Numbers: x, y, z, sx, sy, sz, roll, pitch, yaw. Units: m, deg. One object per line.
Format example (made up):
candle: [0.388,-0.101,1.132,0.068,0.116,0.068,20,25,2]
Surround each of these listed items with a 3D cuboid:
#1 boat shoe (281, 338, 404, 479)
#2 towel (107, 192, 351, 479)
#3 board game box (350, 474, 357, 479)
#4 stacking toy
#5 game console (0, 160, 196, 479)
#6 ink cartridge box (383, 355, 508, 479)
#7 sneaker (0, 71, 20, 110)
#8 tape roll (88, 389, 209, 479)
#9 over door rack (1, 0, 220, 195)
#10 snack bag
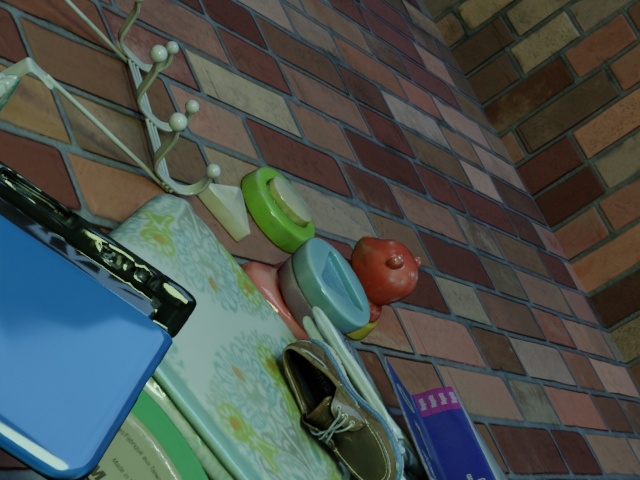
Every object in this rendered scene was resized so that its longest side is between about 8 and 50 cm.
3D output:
boat shoe: [0.014,0.181,1.257,0.183,0.066,0.066,53,20,26]
towel: [-0.106,0.147,1.248,0.374,0.090,0.320,53,18,-8]
board game box: [0.064,0.379,1.300,0.194,0.060,0.194,50,22,-15]
stacking toy: [0.000,0.000,1.632,0.279,0.130,0.309,58,20,5]
game console: [-0.265,0.033,0.965,0.293,0.173,0.250,36,-10,-8]
ink cartridge box: [0.207,0.321,1.519,0.330,0.071,0.324,59,4,-22]
sneaker: [-0.358,-0.142,1.183,0.076,0.065,0.166,37,19,-3]
tape roll: [-0.194,0.224,0.947,0.321,0.077,0.321,46,22,-25]
over door rack: [-0.250,-0.211,1.436,0.324,0.108,0.239,30,32,-49]
snack bag: [0.095,0.253,1.425,0.342,0.037,0.323,60,0,20]
